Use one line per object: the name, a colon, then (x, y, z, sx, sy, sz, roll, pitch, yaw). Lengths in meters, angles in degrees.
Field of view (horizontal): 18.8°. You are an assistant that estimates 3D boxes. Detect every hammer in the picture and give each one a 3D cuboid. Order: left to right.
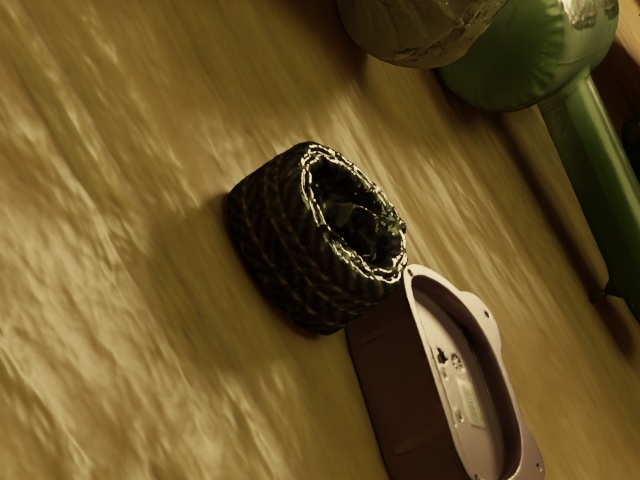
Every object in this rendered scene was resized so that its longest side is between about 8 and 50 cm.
hammer: (0.205, -0.070, 1.513, 0.206, 0.119, 0.336, -28, 95, -62)

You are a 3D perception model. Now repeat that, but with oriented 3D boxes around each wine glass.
wine glass: (0.025, -0.214, 1.289, 0.196, 0.165, 0.165, 17, 50, -47)

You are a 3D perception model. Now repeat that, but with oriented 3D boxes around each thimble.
thimble: (-0.002, -0.001, 1.130, 0.104, 0.066, 0.095, 35, 35, -35)

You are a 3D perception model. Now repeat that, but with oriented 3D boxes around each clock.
clock: (0.076, 0.096, 1.181, 0.110, 0.050, 0.153, 17, 50, -53)

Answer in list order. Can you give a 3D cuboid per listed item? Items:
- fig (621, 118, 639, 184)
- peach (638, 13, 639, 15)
fig: (0.338, -0.007, 1.625, 0.245, 0.195, 0.195, 33, 20, 20)
peach: (0.441, -0.184, 1.767, 0.372, 0.289, 0.373, -13, 90, -81)
